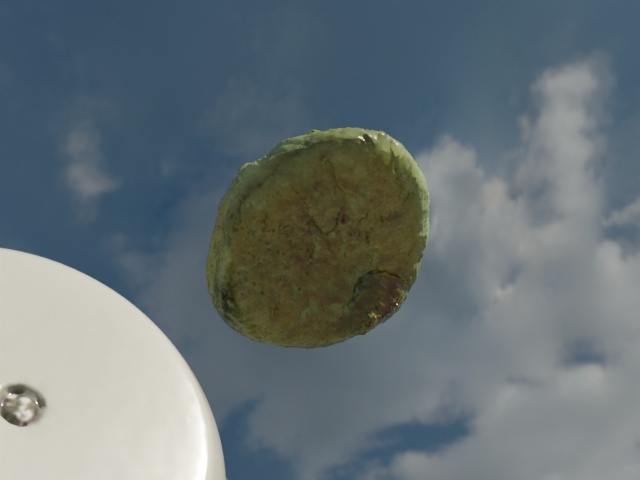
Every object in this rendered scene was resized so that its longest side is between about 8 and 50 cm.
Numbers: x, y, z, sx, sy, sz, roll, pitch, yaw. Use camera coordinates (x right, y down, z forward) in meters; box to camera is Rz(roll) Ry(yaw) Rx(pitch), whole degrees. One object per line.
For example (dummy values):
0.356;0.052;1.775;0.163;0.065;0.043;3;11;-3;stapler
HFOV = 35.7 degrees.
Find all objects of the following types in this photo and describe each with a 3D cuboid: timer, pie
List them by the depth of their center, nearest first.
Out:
-0.206;0.165;0.546;0.285;0.285;0.285;5;-55;7;timer
0.000;0.000;1.105;0.277;0.078;0.277;-10;-62;-20;pie

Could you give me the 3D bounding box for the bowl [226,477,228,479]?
-0.170;0.292;1.001;0.211;0.112;0.211;-3;-74;-11;bowl
